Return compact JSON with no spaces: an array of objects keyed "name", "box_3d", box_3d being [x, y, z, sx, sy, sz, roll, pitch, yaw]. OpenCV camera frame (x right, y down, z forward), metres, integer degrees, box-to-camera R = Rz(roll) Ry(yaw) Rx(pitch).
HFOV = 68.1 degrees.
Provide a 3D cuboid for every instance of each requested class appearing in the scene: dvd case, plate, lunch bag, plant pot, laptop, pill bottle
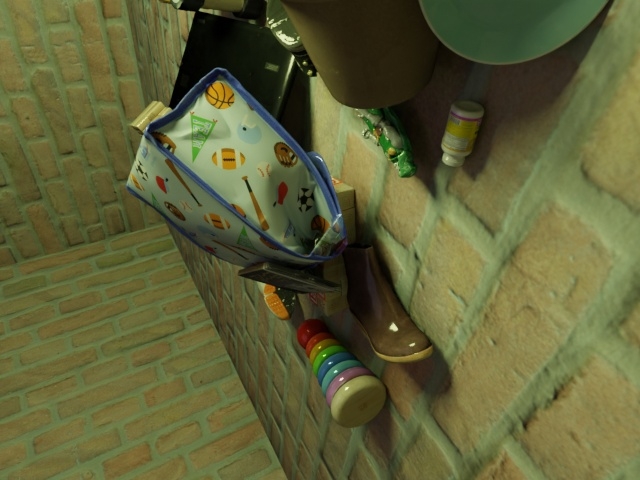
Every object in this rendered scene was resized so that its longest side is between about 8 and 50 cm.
[{"name":"dvd case","box_3d":[-0.074,0.086,1.021,0.221,0.164,0.018,-18,55,64]},{"name":"plate","box_3d":[0.187,-0.263,0.450,0.024,0.188,0.188,-75,-6,-47]},{"name":"lunch bag","box_3d":[-0.153,-0.088,0.944,0.385,0.239,0.328,44,156,-12]},{"name":"plant pot","box_3d":[0.062,-0.301,0.599,0.263,0.263,0.229,48,164,42]},{"name":"laptop","box_3d":[-0.173,-0.305,1.200,0.382,0.236,0.408,29,106,32]},{"name":"pill bottle","box_3d":[0.189,-0.143,0.641,0.043,0.043,0.083,51,149,39]}]

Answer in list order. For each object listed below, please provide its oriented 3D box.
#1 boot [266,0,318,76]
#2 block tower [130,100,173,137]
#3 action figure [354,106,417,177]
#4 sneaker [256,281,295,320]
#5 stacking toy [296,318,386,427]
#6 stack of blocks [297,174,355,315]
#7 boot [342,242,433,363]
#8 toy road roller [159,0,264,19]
[{"name":"boot","box_3d":[-0.024,-0.346,0.807,0.178,0.085,0.236,49,-164,-54]},{"name":"block tower","box_3d":[-0.345,-0.212,1.275,0.091,0.097,0.335,23,160,50]},{"name":"action figure","box_3d":[0.092,-0.198,0.767,0.232,0.063,0.137,63,-179,20]},{"name":"sneaker","box_3d":[-0.145,0.165,1.527,0.121,0.099,0.262,87,161,-46]},{"name":"stacking toy","box_3d":[0.032,0.309,1.214,0.330,0.141,0.141,-132,33,-55]},{"name":"stack of blocks","box_3d":[0.000,0.000,1.088,0.171,0.087,0.297,38,139,50]},{"name":"boot","box_3d":[0.113,0.114,0.922,0.248,0.090,0.207,13,120,67]},{"name":"toy road roller","box_3d":[-0.266,-0.656,1.082,0.329,0.202,0.241,38,127,44]}]
